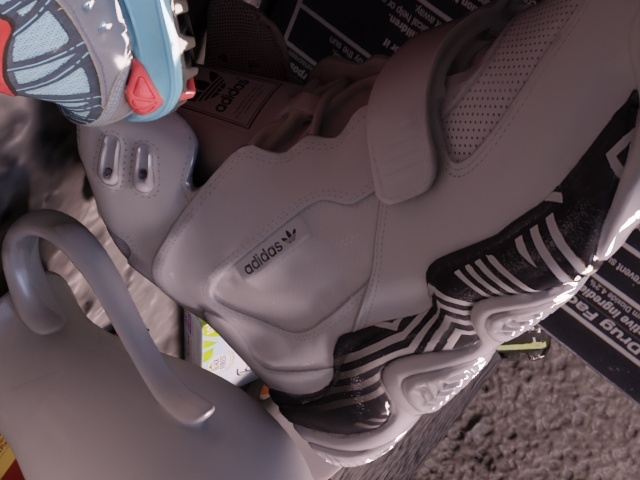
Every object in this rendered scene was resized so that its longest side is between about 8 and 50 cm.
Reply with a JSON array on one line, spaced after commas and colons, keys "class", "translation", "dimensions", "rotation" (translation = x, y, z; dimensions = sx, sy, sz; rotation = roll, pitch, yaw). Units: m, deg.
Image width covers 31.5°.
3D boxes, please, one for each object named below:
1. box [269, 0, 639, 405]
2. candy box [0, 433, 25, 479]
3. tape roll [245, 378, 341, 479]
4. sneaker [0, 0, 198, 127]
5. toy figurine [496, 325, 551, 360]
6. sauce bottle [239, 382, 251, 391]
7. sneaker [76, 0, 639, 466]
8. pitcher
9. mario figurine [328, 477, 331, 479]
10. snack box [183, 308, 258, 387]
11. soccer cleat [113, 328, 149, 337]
[{"class": "box", "translation": [0.153, -0.133, 0.589], "dimensions": [0.183, 0.296, 0.294], "rotation": [-33, 157, -46]}, {"class": "candy box", "translation": [-0.172, 0.151, 0.767], "dimensions": [0.109, 0.053, 0.186], "rotation": [-53, 165, 7]}, {"class": "tape roll", "translation": [0.009, 0.119, 0.993], "dimensions": [0.219, 0.072, 0.219], "rotation": [-47, -173, 8]}, {"class": "sneaker", "translation": [-0.112, -0.102, 0.362], "dimensions": [0.125, 0.104, 0.262], "rotation": [-14, 168, -7]}, {"class": "toy figurine", "translation": [0.173, -0.021, 1.031], "dimensions": [0.213, 0.209, 0.148], "rotation": [-43, 148, -8]}, {"class": "sauce bottle", "translation": [-0.035, 0.075, 0.980], "dimensions": [0.128, 0.042, 0.042], "rotation": [-51, 163, 0]}, {"class": "sneaker", "translation": [0.017, -0.047, 0.495], "dimensions": [0.137, 0.210, 0.366], "rotation": [-51, 178, -41]}, {"class": "pitcher", "translation": [-0.094, 0.094, 0.580], "dimensions": [0.125, 0.207, 0.178], "rotation": [-37, 157, -40]}, {"class": "mario figurine", "translation": [-0.074, 0.361, 1.239], "dimensions": [0.170, 0.198, 0.320], "rotation": [-53, 165, -43]}, {"class": "snack box", "translation": [-0.054, 0.065, 0.871], "dimensions": [0.100, 0.037, 0.141], "rotation": [-22, 154, -18]}, {"class": "soccer cleat", "translation": [-0.143, 0.082, 0.739], "dimensions": [0.083, 0.029, 0.035], "rotation": [-39, 156, -48]}]
